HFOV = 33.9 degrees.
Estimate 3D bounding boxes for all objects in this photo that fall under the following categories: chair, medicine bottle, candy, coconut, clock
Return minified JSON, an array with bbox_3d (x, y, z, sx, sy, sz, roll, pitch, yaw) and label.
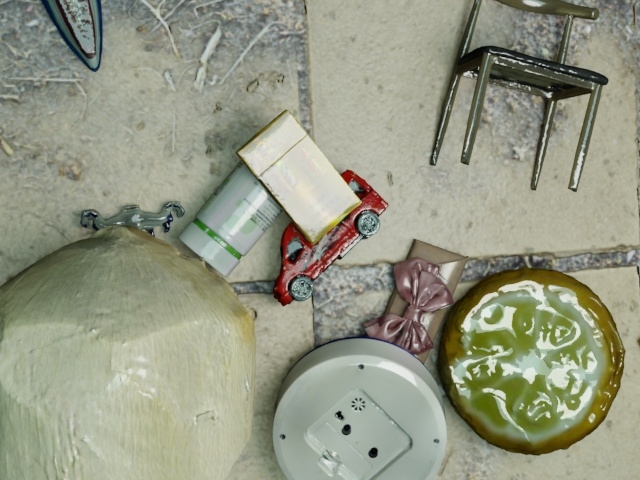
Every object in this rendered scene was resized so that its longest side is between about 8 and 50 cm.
[{"bbox_3d":[0.268,-0.214,1.389,0.188,0.166,0.272,12,91,-10],"label":"chair"},{"bbox_3d":[-0.097,-0.047,1.375,0.086,0.086,0.183,40,86,-9],"label":"medicine bottle"},{"bbox_3d":[0.287,0.162,1.438,0.259,0.118,0.260,0,90,-9],"label":"candy"},{"bbox_3d":[-0.240,0.164,1.234,0.346,0.346,0.361,0,101,-10],"label":"coconut"},{"bbox_3d":[0.051,0.246,1.389,0.230,0.083,0.231,1,106,4],"label":"clock"}]

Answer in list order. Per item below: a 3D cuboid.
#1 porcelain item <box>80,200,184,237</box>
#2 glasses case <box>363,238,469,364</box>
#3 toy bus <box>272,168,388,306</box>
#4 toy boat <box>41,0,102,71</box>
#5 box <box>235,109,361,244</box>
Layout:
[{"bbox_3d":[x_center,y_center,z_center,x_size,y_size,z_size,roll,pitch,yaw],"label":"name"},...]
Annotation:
[{"bbox_3d":[-0.245,-0.009,1.383,0.136,0.021,0.075,-6,94,-10],"label":"porcelain item"},{"bbox_3d":[0.124,0.092,1.428,0.102,0.070,0.194,23,89,-9],"label":"glasses case"},{"bbox_3d":[0.000,0.000,1.399,0.195,0.081,0.089,-45,89,-5],"label":"toy bus"},{"bbox_3d":[-0.325,-0.329,1.344,0.080,0.046,0.229,-18,94,-12],"label":"toy boat"},{"bbox_3d":[-0.027,-0.080,1.333,0.089,0.022,0.156,-40,107,-8],"label":"box"}]
